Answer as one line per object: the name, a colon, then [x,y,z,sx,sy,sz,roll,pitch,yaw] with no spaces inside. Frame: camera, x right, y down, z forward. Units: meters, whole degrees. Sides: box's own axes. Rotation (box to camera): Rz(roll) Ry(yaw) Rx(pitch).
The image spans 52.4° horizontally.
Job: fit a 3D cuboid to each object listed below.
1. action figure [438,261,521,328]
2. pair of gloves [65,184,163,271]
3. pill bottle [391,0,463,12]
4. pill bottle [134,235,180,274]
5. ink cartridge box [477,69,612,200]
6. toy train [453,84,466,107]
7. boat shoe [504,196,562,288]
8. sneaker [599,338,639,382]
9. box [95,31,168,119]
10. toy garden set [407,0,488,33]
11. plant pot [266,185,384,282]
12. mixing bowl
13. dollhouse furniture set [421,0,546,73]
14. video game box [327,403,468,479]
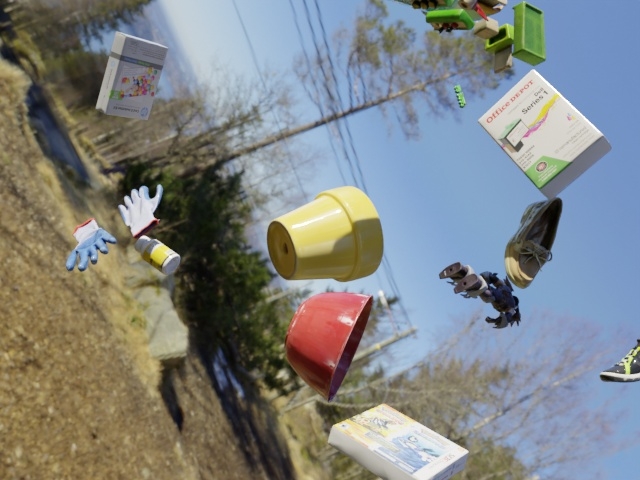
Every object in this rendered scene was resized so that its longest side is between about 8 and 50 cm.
action figure: [0.469,0.148,1.831,0.285,0.099,0.185,28,30,-34]
pair of gloves: [-0.345,-0.026,1.094,0.023,0.198,0.159,57,-5,-35]
pill bottle: [0.199,-0.584,1.407,0.146,0.264,0.146,-13,-105,59]
pill bottle: [-0.437,0.037,1.733,0.116,0.065,0.065,33,-16,18]
ink cartridge box: [0.583,-0.280,1.714,0.117,0.201,0.278,20,32,-53]
toy train: [0.476,-0.490,2.215,0.017,0.024,0.083,125,-51,-77]
boat shoe: [0.577,-0.002,1.752,0.105,0.285,0.089,31,-28,-12]
sneaker: [0.815,0.305,1.679,0.084,0.235,0.097,143,-64,-72]
box: [-0.446,-0.385,1.542,0.038,0.186,0.145,28,15,23]
toy garden set: [0.201,-0.460,1.202,0.244,0.049,0.204,34,-3,-32]
plant pot: [0.000,0.000,1.716,0.254,0.239,0.254,31,-52,51]
mixing bowl: [0.006,0.151,1.025,0.098,0.181,0.181,22,-17,13]
dollhouse furniture set: [0.439,-0.569,1.779,0.198,0.302,0.151,-13,-110,56]
video game box: [0.150,0.394,1.235,0.205,0.048,0.187,23,13,34]
